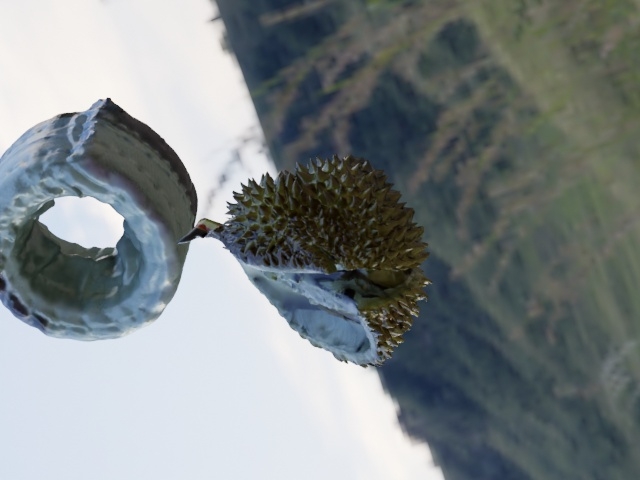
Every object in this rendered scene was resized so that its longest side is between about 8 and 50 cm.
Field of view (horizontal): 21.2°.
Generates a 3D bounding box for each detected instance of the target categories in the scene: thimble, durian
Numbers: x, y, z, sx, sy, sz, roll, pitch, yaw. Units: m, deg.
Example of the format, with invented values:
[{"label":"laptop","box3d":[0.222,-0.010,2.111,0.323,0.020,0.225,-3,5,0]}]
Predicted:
[{"label":"thimble","box3d":[-0.244,-0.022,1.799,0.150,0.237,0.237,-87,-24,-57]},{"label":"durian","box3d":[0.000,0.000,1.518,0.137,0.237,0.193,-54,-30,-20]}]
